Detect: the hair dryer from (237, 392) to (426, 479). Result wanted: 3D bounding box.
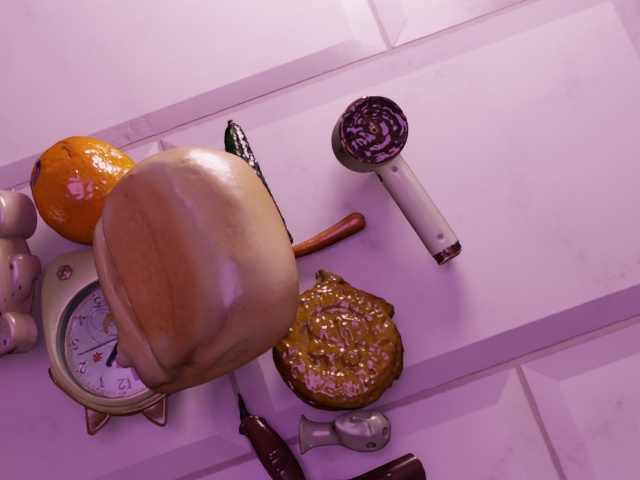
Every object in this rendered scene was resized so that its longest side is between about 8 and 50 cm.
[{"bbox_3d":[-0.023,0.382,1.746,0.313,0.123,0.340,-31,62,-13],"label":"hair dryer"}]

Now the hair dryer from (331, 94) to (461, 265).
[{"bbox_3d":[0.155,-0.097,1.819,0.128,0.203,0.362,-34,92,-4],"label":"hair dryer"}]

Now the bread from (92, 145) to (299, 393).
[{"bbox_3d":[-0.204,0.032,1.646,0.348,0.253,0.376,-43,67,39],"label":"bread"}]

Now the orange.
[{"bbox_3d":[-0.439,-0.092,1.860,0.219,0.219,0.193,23,113,13],"label":"orange"}]

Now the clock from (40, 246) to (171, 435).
[{"bbox_3d":[-0.363,0.180,1.821,0.286,0.117,0.348,-7,74,4],"label":"clock"}]

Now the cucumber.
[{"bbox_3d":[-0.134,-0.107,1.903,0.068,0.067,0.293,-25,72,0],"label":"cucumber"}]

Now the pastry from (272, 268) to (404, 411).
[{"bbox_3d":[0.035,0.187,1.756,0.240,0.132,0.235,33,79,9],"label":"pastry"}]

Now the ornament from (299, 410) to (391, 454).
[{"bbox_3d":[0.044,0.330,1.697,0.156,0.081,0.074,-2,45,5],"label":"ornament"}]

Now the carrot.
[{"bbox_3d":[0.000,0.000,1.869,0.190,0.037,0.037,-27,73,1],"label":"carrot"}]

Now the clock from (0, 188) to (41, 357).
[{"bbox_3d":[-0.645,0.079,1.844,0.284,0.114,0.309,-18,78,28],"label":"clock"}]
